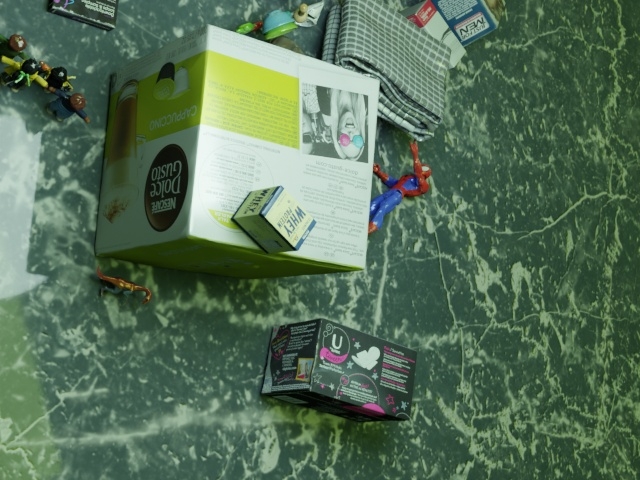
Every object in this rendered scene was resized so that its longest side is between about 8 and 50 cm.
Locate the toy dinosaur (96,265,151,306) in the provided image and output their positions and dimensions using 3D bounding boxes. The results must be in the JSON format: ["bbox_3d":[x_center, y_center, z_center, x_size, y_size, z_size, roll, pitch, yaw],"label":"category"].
[{"bbox_3d":[-0.329,0.083,1.579,0.082,0.090,0.047,3,65,7],"label":"toy dinosaur"}]

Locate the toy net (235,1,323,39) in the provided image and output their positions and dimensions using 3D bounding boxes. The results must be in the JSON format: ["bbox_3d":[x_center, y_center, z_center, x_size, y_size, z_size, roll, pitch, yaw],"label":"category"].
[{"bbox_3d":[-0.066,-0.425,1.835,0.232,0.122,0.045,-33,103,-57],"label":"toy net"}]

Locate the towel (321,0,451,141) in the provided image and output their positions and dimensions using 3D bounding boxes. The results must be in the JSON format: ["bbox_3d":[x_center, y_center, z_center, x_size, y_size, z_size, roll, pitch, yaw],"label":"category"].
[{"bbox_3d":[0.140,-0.357,1.902,0.283,0.121,0.235,29,42,-23],"label":"towel"}]

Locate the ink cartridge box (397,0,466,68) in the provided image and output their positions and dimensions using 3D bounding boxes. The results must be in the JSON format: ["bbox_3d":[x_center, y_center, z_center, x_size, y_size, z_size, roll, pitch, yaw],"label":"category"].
[{"bbox_3d":[0.229,-0.438,2.047,0.150,0.109,0.063,50,57,-21],"label":"ink cartridge box"}]

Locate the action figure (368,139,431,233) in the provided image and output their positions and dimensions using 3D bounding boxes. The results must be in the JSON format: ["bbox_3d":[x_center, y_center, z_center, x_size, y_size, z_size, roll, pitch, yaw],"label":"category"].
[{"bbox_3d":[0.130,-0.115,1.939,0.280,0.091,0.139,-34,113,-35],"label":"action figure"}]

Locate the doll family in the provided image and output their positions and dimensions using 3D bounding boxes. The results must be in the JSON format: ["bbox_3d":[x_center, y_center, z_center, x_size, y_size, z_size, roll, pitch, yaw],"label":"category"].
[{"bbox_3d":[-0.449,-0.258,1.508,0.193,0.111,0.076,29,67,-31],"label":"doll family"}]

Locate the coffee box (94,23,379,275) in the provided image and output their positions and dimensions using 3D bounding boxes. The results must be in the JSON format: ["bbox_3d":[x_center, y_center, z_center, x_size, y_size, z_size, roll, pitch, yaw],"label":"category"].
[{"bbox_3d":[-0.144,-0.121,1.577,0.338,0.337,0.335,11,79,-36],"label":"coffee box"}]

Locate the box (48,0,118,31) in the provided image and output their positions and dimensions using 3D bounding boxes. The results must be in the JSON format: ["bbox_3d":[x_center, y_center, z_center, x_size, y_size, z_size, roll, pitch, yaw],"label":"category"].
[{"bbox_3d":[-0.404,-0.457,1.623,0.116,0.029,0.162,13,75,-34],"label":"box"}]

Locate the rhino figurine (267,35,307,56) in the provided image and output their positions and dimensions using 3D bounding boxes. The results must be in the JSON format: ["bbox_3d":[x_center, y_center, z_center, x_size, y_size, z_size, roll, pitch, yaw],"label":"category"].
[{"bbox_3d":[-0.028,-0.311,1.861,0.243,0.073,0.106,37,66,-29],"label":"rhino figurine"}]

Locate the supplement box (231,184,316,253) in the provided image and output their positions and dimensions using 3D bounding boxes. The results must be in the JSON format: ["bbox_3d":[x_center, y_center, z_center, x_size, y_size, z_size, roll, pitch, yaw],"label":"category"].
[{"bbox_3d":[-0.068,-0.029,1.363,0.083,0.083,0.056,46,62,-25],"label":"supplement box"}]

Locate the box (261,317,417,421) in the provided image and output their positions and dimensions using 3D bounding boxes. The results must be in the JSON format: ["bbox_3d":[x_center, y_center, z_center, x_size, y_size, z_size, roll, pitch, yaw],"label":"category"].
[{"bbox_3d":[0.038,0.249,1.776,0.247,0.163,0.142,23,67,-33],"label":"box"}]

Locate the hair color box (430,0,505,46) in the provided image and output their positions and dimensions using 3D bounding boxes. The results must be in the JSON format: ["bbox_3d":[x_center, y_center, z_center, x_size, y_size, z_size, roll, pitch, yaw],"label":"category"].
[{"bbox_3d":[0.275,-0.620,2.075,0.347,0.105,0.174,54,32,-19],"label":"hair color box"}]
